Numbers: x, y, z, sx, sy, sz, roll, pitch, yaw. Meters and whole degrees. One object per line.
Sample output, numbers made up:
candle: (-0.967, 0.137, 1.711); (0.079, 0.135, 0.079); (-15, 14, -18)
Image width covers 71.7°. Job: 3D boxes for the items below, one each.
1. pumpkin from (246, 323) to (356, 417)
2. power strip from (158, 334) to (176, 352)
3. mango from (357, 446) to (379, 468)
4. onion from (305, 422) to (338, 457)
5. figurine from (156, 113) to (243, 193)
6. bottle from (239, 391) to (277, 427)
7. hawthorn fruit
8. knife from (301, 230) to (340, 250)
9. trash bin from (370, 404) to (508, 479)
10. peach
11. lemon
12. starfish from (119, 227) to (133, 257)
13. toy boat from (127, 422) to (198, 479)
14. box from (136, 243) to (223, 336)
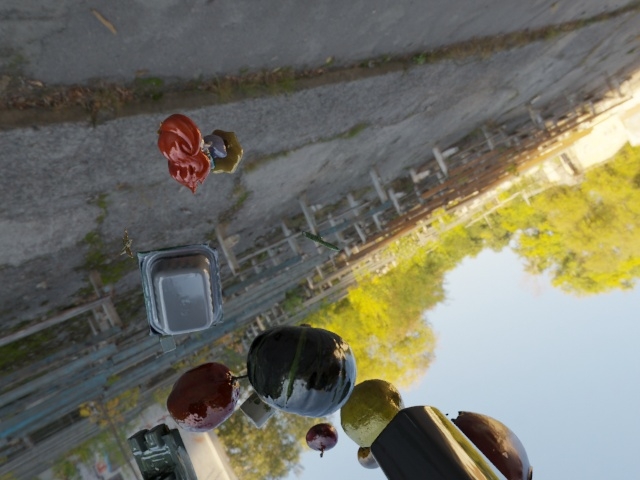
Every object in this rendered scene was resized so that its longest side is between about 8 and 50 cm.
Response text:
pumpkin: (-0.055, 0.359, 1.259); (0.323, 0.241, 0.323); (13, 173, 2)
power strip: (-0.639, 0.317, 1.776); (0.053, 0.288, 0.093); (-18, 129, -21)
mango: (0.222, 0.968, 1.987); (0.115, 0.090, 0.178); (-7, 131, -3)
onion: (0.012, 0.894, 1.953); (0.150, 0.150, 0.140); (-27, -156, 4)
figurine: (-0.381, -0.267, 1.362); (0.208, 0.181, 0.257); (-48, 162, 25)
bottle: (-0.193, 0.615, 1.769); (0.253, 0.120, 0.120); (-40, -178, -23)
hawthorn fruit: (-0.334, 0.464, 1.350); (0.253, 0.205, 0.205); (-35, 176, 3)
knife: (0.000, 0.000, 1.823); (0.030, 0.207, 0.014); (-55, 146, -16)
trash bin: (0.253, 0.480, 0.867); (0.209, 0.290, 0.182); (20, 110, -46)
peach: (0.500, 0.726, 1.399); (0.310, 0.335, 0.406); (11, 164, 33)
lemon: (0.212, 0.703, 1.818); (0.260, 0.260, 0.284); (-24, 160, -39)
starfish: (-0.507, 0.017, 1.156); (0.016, 0.086, 0.092); (5, 145, -43)
toy boat: (-0.362, 0.609, 1.078); (0.141, 0.319, 0.092); (-24, 177, 24)
box: (-0.469, 0.188, 1.513); (0.264, 0.337, 0.106); (-7, -159, -16)
